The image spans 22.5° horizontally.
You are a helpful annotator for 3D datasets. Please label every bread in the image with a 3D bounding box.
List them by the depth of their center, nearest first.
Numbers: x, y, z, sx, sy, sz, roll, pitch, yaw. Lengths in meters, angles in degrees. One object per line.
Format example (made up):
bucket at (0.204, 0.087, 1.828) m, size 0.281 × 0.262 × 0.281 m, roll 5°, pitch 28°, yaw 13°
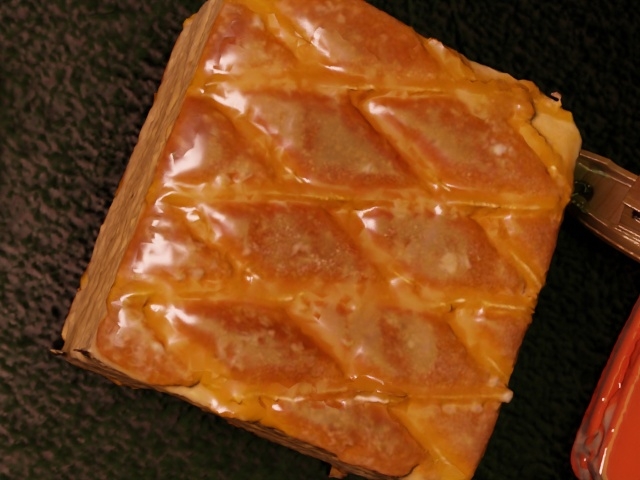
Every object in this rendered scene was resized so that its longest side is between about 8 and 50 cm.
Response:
bread at (0.000, 0.000, 1.081) m, size 0.279 × 0.207 × 0.279 m, roll 25°, pitch 80°, yaw -11°

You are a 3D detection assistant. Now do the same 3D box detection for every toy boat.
toy boat at (0.256, -0.014, 1.186) m, size 0.200 × 0.077 × 0.057 m, roll 30°, pitch 67°, yaw 19°

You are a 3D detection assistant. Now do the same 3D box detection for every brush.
brush at (0.245, 0.118, 1.221) m, size 0.070 × 0.051 × 0.323 m, roll 34°, pitch 76°, yaw -17°
